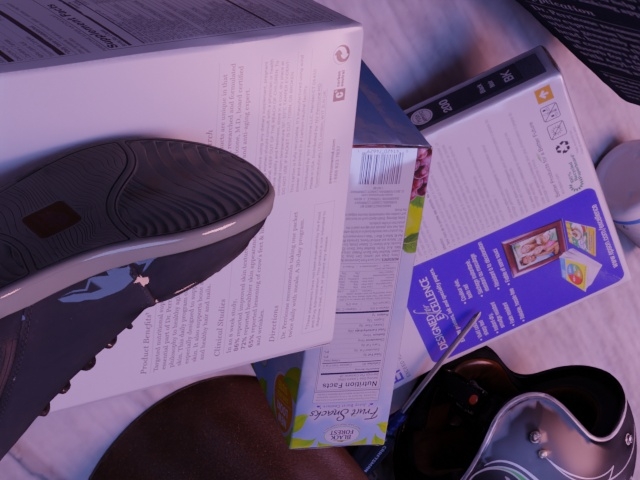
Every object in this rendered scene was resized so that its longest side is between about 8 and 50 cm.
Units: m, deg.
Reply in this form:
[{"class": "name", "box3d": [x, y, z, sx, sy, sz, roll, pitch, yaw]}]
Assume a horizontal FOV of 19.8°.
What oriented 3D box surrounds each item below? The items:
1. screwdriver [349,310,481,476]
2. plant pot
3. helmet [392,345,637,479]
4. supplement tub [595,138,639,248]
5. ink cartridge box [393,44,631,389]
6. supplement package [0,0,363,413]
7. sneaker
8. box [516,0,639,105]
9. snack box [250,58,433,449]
[{"class": "screwdriver", "box3d": [0.071, 0.119, 1.364, 0.025, 0.024, 0.170, 40, 107, -6]}, {"class": "plant pot", "box3d": [-0.020, 0.237, 1.238, 0.215, 0.230, 0.215, -18, 122, -31]}, {"class": "helmet", "box3d": [0.155, 0.164, 1.390, 0.161, 0.169, 0.169, 24, 96, -27]}, {"class": "supplement tub", "box3d": [0.267, -0.027, 1.445, 0.107, 0.071, 0.071, 36, 87, -43]}, {"class": "ink cartridge box", "box3d": [0.101, -0.010, 1.319, 0.208, 0.045, 0.206, -26, 128, 0]}, {"class": "supplement package", "box3d": [-0.145, -0.041, 1.020, 0.263, 0.198, 0.199, -12, 119, -34]}, {"class": "sneaker", "box3d": [-0.124, 0.030, 0.895, 0.222, 0.083, 0.118, -21, 139, -32]}, {"class": "box", "box3d": [0.242, -0.269, 1.137, 0.395, 0.212, 0.293, 33, 82, -47]}, {"class": "snack box", "box3d": [0.000, 0.000, 1.161, 0.070, 0.174, 0.207, -2, 116, -17]}]
